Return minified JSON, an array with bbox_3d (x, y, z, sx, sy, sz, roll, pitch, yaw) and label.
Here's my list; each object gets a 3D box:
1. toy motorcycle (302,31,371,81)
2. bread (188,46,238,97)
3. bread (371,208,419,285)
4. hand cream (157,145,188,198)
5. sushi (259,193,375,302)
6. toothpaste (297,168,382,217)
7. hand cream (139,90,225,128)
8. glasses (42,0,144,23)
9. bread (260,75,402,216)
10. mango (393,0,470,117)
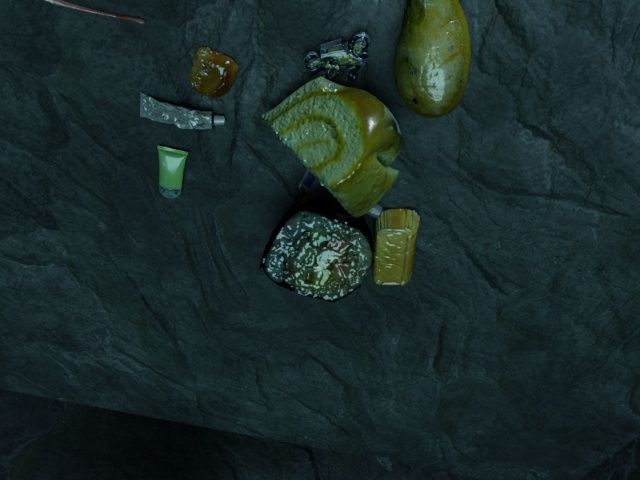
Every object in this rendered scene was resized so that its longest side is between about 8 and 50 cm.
[{"bbox_3d":[0.053,-0.475,1.370,0.194,0.061,0.124,-16,134,17],"label":"toy motorcycle"},{"bbox_3d":[-0.302,-0.459,1.418,0.126,0.044,0.129,24,131,-14],"label":"bread"},{"bbox_3d":[0.251,0.032,1.744,0.153,0.119,0.288,3,129,5],"label":"bread"},{"bbox_3d":[-0.476,-0.216,1.634,0.095,0.046,0.174,12,123,-5],"label":"hand cream"},{"bbox_3d":[0.000,0.000,1.642,0.328,0.285,0.328,17,115,-6],"label":"sushi"},{"bbox_3d":[0.069,-0.150,1.648,0.283,0.068,0.099,27,97,-6],"label":"toothpaste"},{"bbox_3d":[-0.408,-0.368,1.500,0.257,0.050,0.084,12,133,-2],"label":"hand cream"},{"bbox_3d":[-0.556,-0.670,1.262,0.269,0.118,0.234,8,131,-30],"label":"glasses"},{"bbox_3d":[0.046,-0.288,1.383,0.264,0.395,0.239,-44,148,9],"label":"bread"},{"bbox_3d":[0.285,-0.478,1.297,0.177,0.176,0.329,-10,114,-28],"label":"mango"}]
